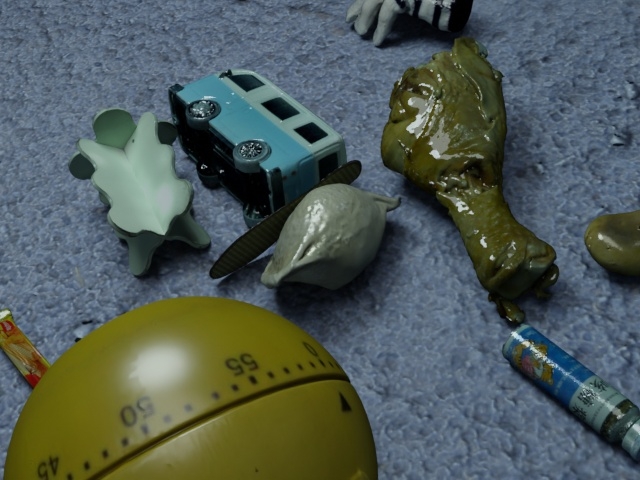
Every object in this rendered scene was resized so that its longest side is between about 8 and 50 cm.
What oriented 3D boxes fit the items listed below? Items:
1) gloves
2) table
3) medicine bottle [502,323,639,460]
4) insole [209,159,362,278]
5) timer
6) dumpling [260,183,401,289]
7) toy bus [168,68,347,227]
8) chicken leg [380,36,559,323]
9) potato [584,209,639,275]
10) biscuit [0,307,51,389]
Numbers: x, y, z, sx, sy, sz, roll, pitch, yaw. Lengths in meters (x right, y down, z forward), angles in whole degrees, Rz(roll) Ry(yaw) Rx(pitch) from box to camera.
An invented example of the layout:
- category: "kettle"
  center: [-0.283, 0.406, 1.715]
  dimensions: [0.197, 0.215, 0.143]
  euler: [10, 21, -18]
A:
- category: "gloves"
  center: [0.139, -0.409, 1.532]
  dimensions: [0.219, 0.131, 0.140]
  euler: [25, 53, 20]
- category: "table"
  center: [-0.247, -0.067, 1.272]
  dimensions: [0.167, 0.166, 0.198]
  euler: [-24, 54, -11]
- category: "medicine bottle"
  center: [0.285, 0.164, 0.999]
  dimensions: [0.051, 0.051, 0.191]
  euler: [-35, 50, -20]
- category: "insole"
  center: [-0.046, -0.028, 1.206]
  dimensions: [0.253, 0.086, 0.005]
  euler: [-37, 69, -1]
- category: "timer"
  center: [-0.093, 0.255, 0.823]
  dimensions: [0.376, 0.376, 0.387]
  euler: [-28, 70, -14]
- category: "dumpling"
  center: [-0.003, 0.002, 1.176]
  dimensions: [0.166, 0.126, 0.215]
  euler: [-23, 34, 48]
- category: "toy bus"
  center: [-0.090, -0.144, 1.321]
  dimensions: [0.165, 0.133, 0.271]
  euler: [-30, 50, -23]
- category: "chicken leg"
  center: [0.199, -0.085, 1.199]
  dimensions: [0.201, 0.152, 0.429]
  euler: [-11, 53, -9]
- category: "potato"
  center: [0.396, 0.001, 1.118]
  dimensions: [0.138, 0.070, 0.091]
  euler: [-8, 51, 7]
- category: "biscuit"
  center: [-0.351, 0.174, 1.146]
  dimensions: [0.048, 0.026, 0.292]
  euler: [-22, 43, -36]
